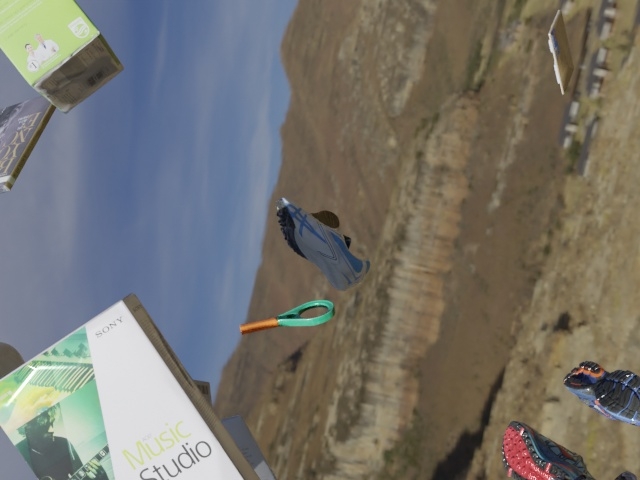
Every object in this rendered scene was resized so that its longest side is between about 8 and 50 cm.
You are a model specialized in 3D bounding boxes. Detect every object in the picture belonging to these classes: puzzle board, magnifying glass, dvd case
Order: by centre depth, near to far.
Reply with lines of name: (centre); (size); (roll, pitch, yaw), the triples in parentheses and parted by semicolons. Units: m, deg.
dvd case: (-0.537, -0.156, 1.498); (0.018, 0.165, 0.221); (52, -139, -40)
puzzle board: (0.449, -0.353, 1.668); (0.096, 0.011, 0.128); (-58, -45, -42)
magnifying glass: (-0.078, 0.187, 2.128); (0.092, 0.231, 0.026); (-108, 4, -67)

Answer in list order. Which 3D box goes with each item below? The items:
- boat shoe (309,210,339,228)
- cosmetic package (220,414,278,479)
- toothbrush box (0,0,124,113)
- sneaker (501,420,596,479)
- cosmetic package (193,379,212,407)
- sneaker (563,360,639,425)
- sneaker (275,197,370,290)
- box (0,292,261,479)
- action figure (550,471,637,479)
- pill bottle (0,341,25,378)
boat shoe: (-0.011, -0.044, 2.150); (0.045, 0.135, 0.050); (-20, 75, 43)
cosmetic package: (-0.162, 0.401, 1.387); (0.183, 0.152, 0.151); (50, 140, 45)
toothbrush box: (-0.424, -0.338, 1.253); (0.122, 0.283, 0.206); (-40, -1, -4)
sneaker: (0.456, 0.451, 1.747); (0.262, 0.125, 0.104); (49, 123, 59)
cosmetic package: (-0.295, 0.253, 1.411); (0.099, 0.239, 0.060); (-31, 56, 36)
sneaker: (0.510, 0.270, 1.527); (0.083, 0.087, 0.221); (-46, 14, -3)
sneaker: (0.000, 0.000, 1.686); (0.086, 0.237, 0.085); (-30, -29, -26)
box: (-0.252, 0.262, 1.150); (0.232, 0.322, 0.058); (-33, 2, 7)
action figure: (0.430, 0.445, 1.404); (0.141, 0.164, 0.275); (-39, -12, -18)
pill bottle: (-0.728, 0.283, 1.745); (0.152, 0.272, 0.152); (-8, -90, -67)
